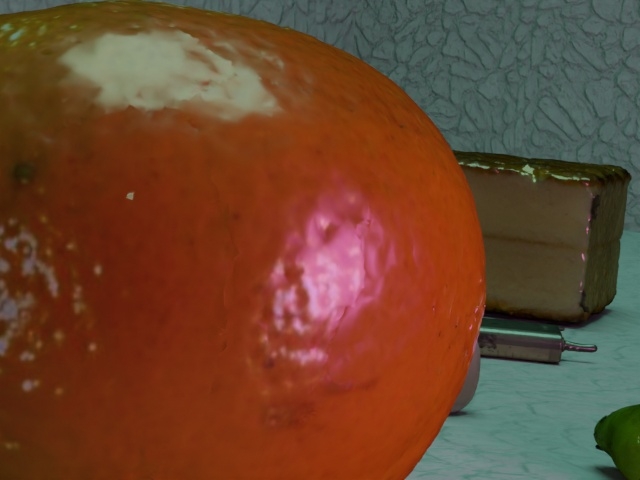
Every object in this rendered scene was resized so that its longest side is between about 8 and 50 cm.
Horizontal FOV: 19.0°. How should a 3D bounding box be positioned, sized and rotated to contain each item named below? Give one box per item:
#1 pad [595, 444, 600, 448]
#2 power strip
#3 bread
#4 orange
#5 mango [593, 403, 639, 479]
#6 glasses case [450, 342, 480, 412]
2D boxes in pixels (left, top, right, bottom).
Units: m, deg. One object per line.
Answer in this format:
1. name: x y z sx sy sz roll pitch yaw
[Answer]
1. pad: 0.331 0.190 1.658 0.157 0.003 0.112 11 8 43
2. power strip: 0.181 0.108 2.167 0.268 0.034 0.092 5 5 2
3. bread: 0.261 -0.011 2.580 0.279 0.207 0.279 6 6 15
4. orange: -0.112 0.042 1.135 0.424 0.326 0.424 2 -13 0
5. mango: 0.272 0.162 1.523 0.091 0.074 0.165 3 7 -24
6. glasses case: 0.062 0.118 1.734 0.196 0.083 0.050 -1 10 -38
